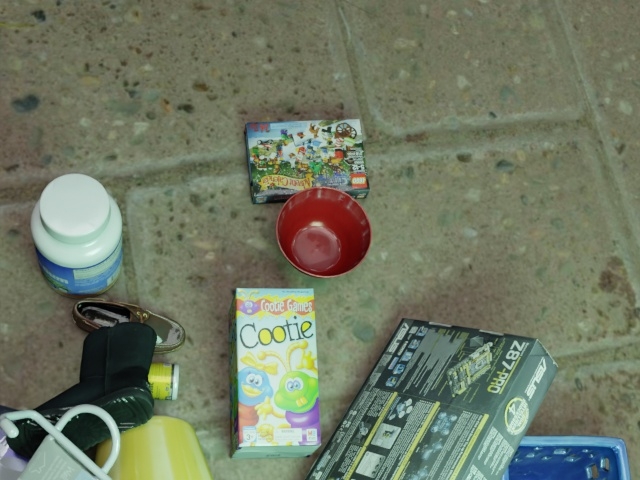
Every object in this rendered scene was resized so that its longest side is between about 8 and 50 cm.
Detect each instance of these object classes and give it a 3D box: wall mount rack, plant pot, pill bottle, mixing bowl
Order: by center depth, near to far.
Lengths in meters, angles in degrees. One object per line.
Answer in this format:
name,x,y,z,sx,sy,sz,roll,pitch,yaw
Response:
wall mount rack,-0.401,0.427,1.460,0.304,0.130,0.350,37,99,17
plant pot,-0.268,0.425,1.600,0.254,0.254,0.239,-5,54,-12
plant pot,0.386,0.468,1.705,0.236,0.212,0.236,4,69,-9
pill bottle,-0.419,-0.009,1.711,0.152,0.272,0.152,4,68,-9
pill bottle,-0.309,0.246,1.745,0.116,0.065,0.065,4,68,-8
mixing bowl,0.000,0.000,1.879,0.181,0.098,0.181,3,68,-8

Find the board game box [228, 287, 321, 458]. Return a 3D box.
board game box,-0.085,0.235,1.748,0.144,0.142,0.275,1,69,-10

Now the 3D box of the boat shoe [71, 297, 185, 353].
boat shoe,-0.342,0.152,1.772,0.207,0.073,0.073,12,66,-7

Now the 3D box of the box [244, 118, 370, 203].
box,-0.028,-0.158,1.965,0.233,0.044,0.159,-4,69,-12

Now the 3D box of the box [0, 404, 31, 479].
box,-0.575,0.359,1.634,0.261,0.103,0.184,16,64,-4

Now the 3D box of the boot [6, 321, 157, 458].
boot,-0.386,0.241,1.635,0.246,0.094,0.207,-19,32,2

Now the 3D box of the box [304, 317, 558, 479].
box,0.176,0.323,1.677,0.097,0.318,0.395,49,62,-30
